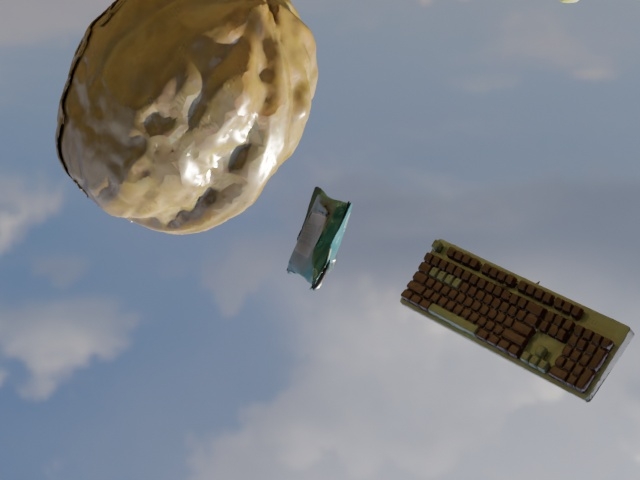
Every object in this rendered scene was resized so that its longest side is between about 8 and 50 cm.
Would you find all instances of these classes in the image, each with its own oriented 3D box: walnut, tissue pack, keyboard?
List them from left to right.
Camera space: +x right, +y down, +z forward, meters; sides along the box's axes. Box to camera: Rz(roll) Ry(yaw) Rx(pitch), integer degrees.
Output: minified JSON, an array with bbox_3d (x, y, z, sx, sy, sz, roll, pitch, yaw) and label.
[{"bbox_3d":[-0.105,-0.110,1.182,0.198,0.245,0.198,27,-149,-18],"label":"walnut"},{"bbox_3d":[0.000,0.000,1.305,0.028,0.085,0.138,21,-177,-16],"label":"tissue pack"},{"bbox_3d":[0.118,0.044,0.927,0.166,0.055,0.017,27,168,46],"label":"keyboard"}]

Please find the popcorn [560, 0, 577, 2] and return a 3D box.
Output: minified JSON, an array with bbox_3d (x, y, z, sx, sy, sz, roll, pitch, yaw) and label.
[{"bbox_3d":[0.176,-0.317,1.073,0.212,0.259,0.259,27,-168,-13],"label":"popcorn"}]
